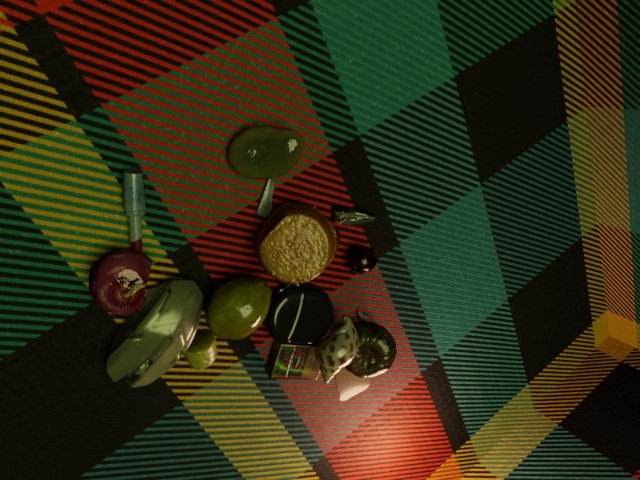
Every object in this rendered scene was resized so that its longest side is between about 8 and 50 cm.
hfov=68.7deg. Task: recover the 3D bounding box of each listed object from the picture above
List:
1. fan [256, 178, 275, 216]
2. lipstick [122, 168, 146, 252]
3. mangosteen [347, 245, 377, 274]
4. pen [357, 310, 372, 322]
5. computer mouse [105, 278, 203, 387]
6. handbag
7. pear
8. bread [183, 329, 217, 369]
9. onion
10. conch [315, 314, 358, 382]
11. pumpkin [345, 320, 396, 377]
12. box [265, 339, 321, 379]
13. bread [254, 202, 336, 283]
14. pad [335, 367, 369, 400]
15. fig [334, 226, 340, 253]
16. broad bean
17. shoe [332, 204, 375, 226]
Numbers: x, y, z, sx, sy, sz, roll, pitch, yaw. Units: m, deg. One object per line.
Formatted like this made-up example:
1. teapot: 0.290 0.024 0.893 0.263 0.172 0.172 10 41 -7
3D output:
1. fan: -0.178 -0.222 1.715 0.057 0.023 0.282 11 102 -26
2. lipstick: -0.593 -0.087 1.495 0.068 0.061 0.274 -9 116 -33
3. mangosteen: 0.170 0.089 1.972 0.140 0.140 0.140 -10 111 -27
4. pen: 0.214 0.385 2.142 0.053 0.032 0.197 -41 124 -12
5. computer mouse: -0.555 0.324 1.608 0.228 0.145 0.429 37 87 -36
6. handbag: -0.082 0.298 1.895 0.307 0.093 0.254 13 95 -33
7. pear: -0.294 0.239 1.692 0.269 0.212 0.212 -39 122 -6
8. bread: -0.443 0.405 1.727 0.129 0.111 0.115 -21 124 -18
9. onion: -0.637 0.130 1.483 0.200 0.201 0.207 -4 142 -29
10. conch: 0.066 0.450 1.924 0.148 0.182 0.275 41 97 8
11. pumpkin: 0.208 0.482 2.049 0.259 0.189 0.261 0 111 0
12. box: -0.100 0.500 1.976 0.240 0.071 0.160 11 102 -33
13. bread: -0.091 0.021 1.716 0.311 0.172 0.313 0 104 -1
14. pad: 0.148 0.623 2.202 0.176 0.002 0.267 -21 116 -23
15. fig: 0.014 0.010 1.852 0.150 0.128 0.128 -24 120 6
16. broad bean: -0.186 -0.305 1.622 0.262 0.121 0.189 -10 116 -1
17. shoe: 0.132 -0.092 1.915 0.194 0.074 0.077 7 114 -29
